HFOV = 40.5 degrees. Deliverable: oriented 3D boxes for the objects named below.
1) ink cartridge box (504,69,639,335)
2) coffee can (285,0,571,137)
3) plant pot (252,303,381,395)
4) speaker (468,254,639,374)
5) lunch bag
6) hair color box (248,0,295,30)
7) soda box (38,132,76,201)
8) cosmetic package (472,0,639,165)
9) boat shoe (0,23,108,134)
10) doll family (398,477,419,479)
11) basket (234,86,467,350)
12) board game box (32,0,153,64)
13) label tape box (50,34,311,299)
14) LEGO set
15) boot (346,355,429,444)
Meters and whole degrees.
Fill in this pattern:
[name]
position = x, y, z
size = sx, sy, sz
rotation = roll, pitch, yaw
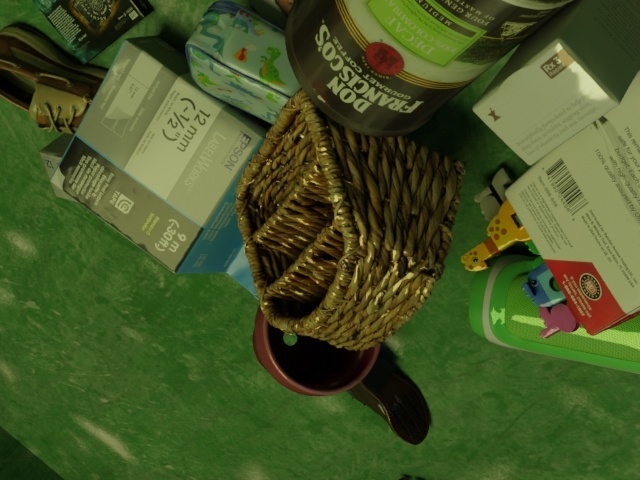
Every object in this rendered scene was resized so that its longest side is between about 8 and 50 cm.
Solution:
[ink cartridge box]
position = 0.354, -0.051, 0.912
size = 0.197, 0.114, 0.273
rotation = 63, 145, 17
[coffee can]
position = 0.110, -0.250, 0.863
size = 0.201, 0.201, 0.275
rotation = 43, 149, -6
[plant pot]
position = -0.024, 0.155, 1.409
size = 0.201, 0.201, 0.180
rotation = 43, 156, -6
[speaker]
position = 0.347, 0.095, 1.107
size = 0.297, 0.131, 0.131
rotation = 9, 133, 31
[lunch bag]
position = -0.061, -0.204, 1.101
size = 0.219, 0.090, 0.176
rotation = 27, 170, 3
[hair color box]
position = -0.067, -0.342, 1.054
size = 0.167, 0.053, 0.093
rotation = 47, 140, -13
[soda box]
position = -0.324, -0.107, 1.446
size = 0.286, 0.091, 0.098
rotation = 13, 133, 27
[cosmetic package]
position = 0.248, -0.182, 0.829
size = 0.085, 0.231, 0.117
rotation = 43, 141, -7
[boat shoe]
position = -0.411, -0.219, 1.379
size = 0.324, 0.120, 0.122
rotation = 29, 140, 11
[doll family]
position = 0.243, 0.556, 1.636
size = 0.263, 0.118, 0.163
rotation = -1, 127, 38
[basket]
position = 0.000, 0.000, 1.050
size = 0.223, 0.213, 0.299
rotation = 24, 153, -13
[board game box]
position = -0.339, -0.348, 1.275
size = 0.186, 0.026, 0.126
rotation = -18, 115, 46
[label tape box]
position = -0.179, -0.094, 1.252
size = 0.348, 0.115, 0.249
rotation = 37, 111, 4
[LEGO set]
position = 0.234, 0.026, 1.055
size = 0.093, 0.087, 0.227
rotation = -35, 69, 23
[boot]
position = 0.107, 0.265, 1.515
size = 0.106, 0.082, 0.219
rotation = 16, 145, 57
